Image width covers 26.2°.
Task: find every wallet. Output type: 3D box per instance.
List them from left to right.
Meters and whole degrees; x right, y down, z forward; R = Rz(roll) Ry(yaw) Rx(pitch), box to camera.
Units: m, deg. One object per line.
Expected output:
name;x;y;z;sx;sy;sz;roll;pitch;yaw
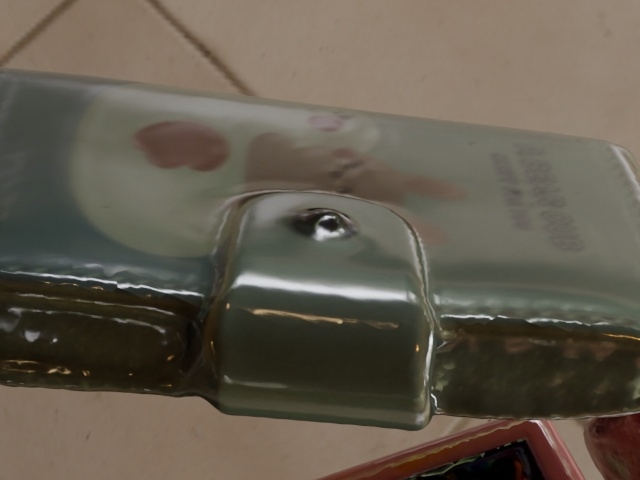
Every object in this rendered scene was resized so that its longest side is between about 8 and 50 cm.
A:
wallet;0.000;0.000;0.666;0.360;0.252;0.083;5;120;-5

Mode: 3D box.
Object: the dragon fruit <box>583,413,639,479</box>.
dragon fruit;0.306;0.216;1.110;0.134;0.262;0.211;-29;68;16

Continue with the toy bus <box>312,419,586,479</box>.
toy bus;-0.019;0.272;0.816;0.427;0.203;0.233;-18;49;-4
